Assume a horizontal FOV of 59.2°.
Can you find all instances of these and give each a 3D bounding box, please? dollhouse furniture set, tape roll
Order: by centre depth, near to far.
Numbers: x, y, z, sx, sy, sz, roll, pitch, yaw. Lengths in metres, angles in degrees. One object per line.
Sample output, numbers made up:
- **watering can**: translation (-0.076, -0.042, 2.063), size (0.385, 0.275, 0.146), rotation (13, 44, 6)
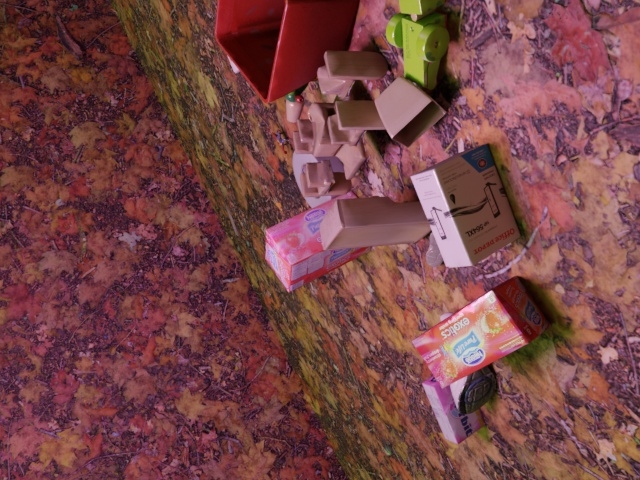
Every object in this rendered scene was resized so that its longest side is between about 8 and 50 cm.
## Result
- **dollhouse furniture set**: translation (0.116, -0.195, 1.381), size (0.362, 0.256, 0.395), rotation (126, 137, -64)
- **tape roll**: translation (0.000, -0.194, 1.734), size (0.219, 0.072, 0.219), rotation (48, 153, 34)

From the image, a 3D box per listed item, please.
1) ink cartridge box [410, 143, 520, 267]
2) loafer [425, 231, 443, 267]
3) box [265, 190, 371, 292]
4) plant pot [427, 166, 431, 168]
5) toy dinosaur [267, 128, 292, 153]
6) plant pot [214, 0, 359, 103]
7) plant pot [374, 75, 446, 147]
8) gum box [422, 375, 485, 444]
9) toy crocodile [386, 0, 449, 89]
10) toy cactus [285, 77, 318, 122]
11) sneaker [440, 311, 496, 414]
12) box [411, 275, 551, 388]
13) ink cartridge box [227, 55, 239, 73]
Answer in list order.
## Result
- **ink cartridge box**: translation (0.291, -0.067, 1.122), size (0.086, 0.148, 0.203), rotation (-9, 106, 65)
- **loafer**: translation (0.286, 0.014, 1.377), size (0.045, 0.039, 0.125), rotation (16, 141, 17)
- **box**: translation (0.000, 0.000, 1.636), size (0.142, 0.299, 0.154), rotation (52, 155, 27)
- **plant pot**: translation (0.273, -0.121, 1.215), size (0.079, 0.083, 0.083), rotation (-1, 113, 52)
- **toy dinosaur**: translation (-0.136, -0.330, 1.902), size (0.047, 0.090, 0.082), rotation (84, -174, -72)
- **plant pot**: translation (-0.069, -0.521, 1.299), size (0.267, 0.235, 0.267), rotation (54, 148, 25)
- **plant pot**: translation (0.175, -0.270, 1.157), size (0.096, 0.109, 0.109), rotation (54, -159, 18)
- **gum box**: translation (0.366, 0.445, 1.552), size (0.062, 0.107, 0.189), rotation (-8, 106, 67)
- **toy crocodile**: translation (0.187, -0.444, 1.038), size (0.115, 0.105, 0.341), rotation (40, 152, 45)
- **toy cactus**: translation (-0.052, -0.402, 1.493), size (0.219, 0.112, 0.181), rotation (-88, 8, -53)
- **sneaker**: translation (0.370, 0.311, 1.442), size (0.129, 0.110, 0.297), rotation (-134, 34, -62)
- **box**: translation (0.341, 0.201, 1.217), size (0.257, 0.122, 0.128), rotation (-44, 72, 42)
- **ink cartridge box**: translation (-0.212, -0.579, 1.708), size (0.056, 0.135, 0.099), rotation (2, 115, 65)
